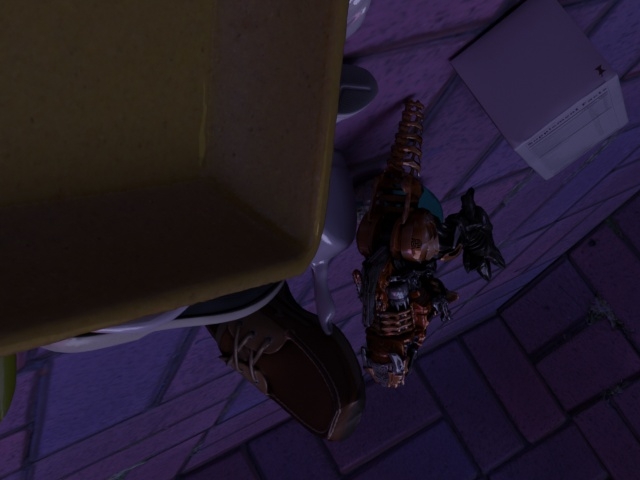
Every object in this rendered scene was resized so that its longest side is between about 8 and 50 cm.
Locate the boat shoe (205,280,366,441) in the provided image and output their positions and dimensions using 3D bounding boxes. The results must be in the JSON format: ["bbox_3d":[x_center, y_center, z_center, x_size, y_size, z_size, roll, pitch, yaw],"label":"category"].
[{"bbox_3d":[-0.071,0.125,0.938,0.119,0.324,0.123,4,114,-36],"label":"boat shoe"}]

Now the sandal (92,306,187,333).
[{"bbox_3d":[-0.144,-0.013,0.486,0.101,0.265,0.076,13,118,-29],"label":"sandal"}]

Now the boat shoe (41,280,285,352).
[{"bbox_3d":[-0.145,0.012,0.797,0.340,0.127,0.113,-10,130,-45],"label":"boat shoe"}]

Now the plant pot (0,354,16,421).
[{"bbox_3d":[-0.292,0.022,0.421,0.228,0.207,0.227,-20,160,-30],"label":"plant pot"}]

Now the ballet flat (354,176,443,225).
[{"bbox_3d":[0.107,-0.051,1.139,0.077,0.091,0.241,-6,171,29],"label":"ballet flat"}]

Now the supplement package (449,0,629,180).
[{"bbox_3d":[0.277,-0.180,0.950,0.139,0.134,0.244,-37,162,17],"label":"supplement package"}]

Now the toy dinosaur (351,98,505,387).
[{"bbox_3d":[0.115,0.007,0.932,0.218,0.164,0.322,-10,124,-56],"label":"toy dinosaur"}]

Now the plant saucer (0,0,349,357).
[{"bbox_3d":[-0.123,-0.122,0.311,0.332,0.081,0.333,-14,117,-46],"label":"plant saucer"}]

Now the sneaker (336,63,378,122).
[{"bbox_3d":[-0.016,-0.127,0.757,0.152,0.054,0.061,-25,177,-12],"label":"sneaker"}]

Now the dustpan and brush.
[{"bbox_3d":[0.000,0.000,0.883,0.060,0.211,0.147,-22,169,29],"label":"dustpan and brush"}]

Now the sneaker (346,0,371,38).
[{"bbox_3d":[-0.047,-0.144,0.610,0.115,0.090,0.232,-15,148,-26],"label":"sneaker"}]
